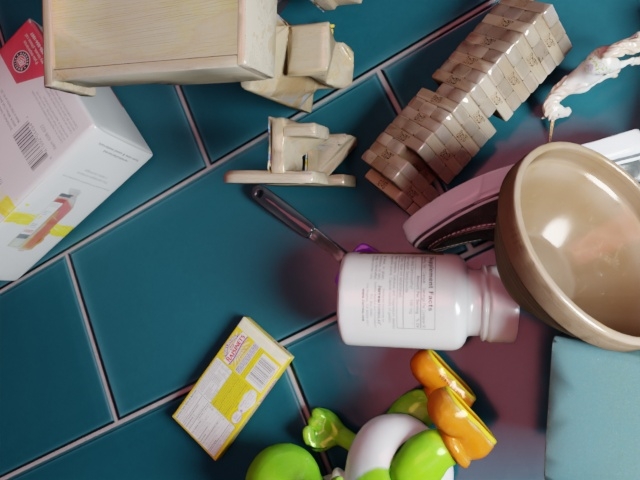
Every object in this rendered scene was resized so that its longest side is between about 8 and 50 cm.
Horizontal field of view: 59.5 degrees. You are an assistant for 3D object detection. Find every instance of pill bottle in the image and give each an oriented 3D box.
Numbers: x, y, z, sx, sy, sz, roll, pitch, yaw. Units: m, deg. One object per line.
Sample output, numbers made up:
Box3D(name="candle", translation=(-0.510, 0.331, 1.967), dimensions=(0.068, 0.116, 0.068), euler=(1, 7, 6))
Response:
Box3D(name="pill bottle", translation=(0.144, 0.082, 0.762), dimensions=(0.229, 0.131, 0.131), euler=(1, 82, 12))

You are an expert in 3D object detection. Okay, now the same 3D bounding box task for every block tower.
Box3D(name="block tower", translation=(0.203, -0.192, 0.791), dimensions=(0.335, 0.091, 0.097), euler=(-50, 40, 6))

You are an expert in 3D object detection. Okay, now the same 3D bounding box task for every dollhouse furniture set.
Box3D(name="dollhouse furniture set", translation=(-0.120, -0.258, 0.748), dimensions=(0.256, 0.394, 0.363), euler=(3, 95, 20))

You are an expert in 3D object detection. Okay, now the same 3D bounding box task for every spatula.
Box3D(name="spatula", translation=(0.000, 0.000, 0.880), dimensions=(0.296, 0.030, 0.084), euler=(37, 97, 20))

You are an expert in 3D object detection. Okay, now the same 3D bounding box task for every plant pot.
Box3D(name="plant pot", translation=(0.279, 0.017, 0.627), dimensions=(0.237, 0.237, 0.110), euler=(64, 148, 16))
Box3D(name="plant pot", translation=(0.388, 0.191, 0.585), dimensions=(0.234, 0.165, 0.166), euler=(6, 96, 47))

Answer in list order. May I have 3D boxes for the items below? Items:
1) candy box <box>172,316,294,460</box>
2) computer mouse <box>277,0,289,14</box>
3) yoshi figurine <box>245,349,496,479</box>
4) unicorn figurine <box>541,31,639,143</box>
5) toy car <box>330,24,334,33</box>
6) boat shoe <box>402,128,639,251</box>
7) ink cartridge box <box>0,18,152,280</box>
Box3D(name="candy box", translation=(-0.141, 0.235, 0.896), dimensions=(0.105, 0.027, 0.206), euler=(38, 95, 22))
Box3D(name="computer mouse", translation=(-0.058, -0.473, 0.954), dimensions=(0.071, 0.041, 0.242), euler=(27, 84, 29))
Box3D(name="yoshi figurine", translation=(0.035, 0.296, 0.752), dimensions=(0.362, 0.203, 0.203), euler=(-44, 55, 11))
Box3D(name="unicorn figurine", translation=(0.364, -0.220, 0.756), dimensions=(0.111, 0.162, 0.060), euler=(-26, 67, -14))
Box3D(name="toy car", translation=(-0.042, -0.340, 0.935), dimensions=(0.122, 0.060, 0.041), euler=(13, 118, 27))
Box3D(name="boat shoe", translation=(0.279, -0.037, 0.742), dimensions=(0.335, 0.121, 0.119), euler=(-21, 76, 15))
Box3D(name="ink cartridge box", translation=(-0.545, -0.150, 1.021), dimensions=(0.384, 0.160, 0.279), euler=(-39, 71, 10))
